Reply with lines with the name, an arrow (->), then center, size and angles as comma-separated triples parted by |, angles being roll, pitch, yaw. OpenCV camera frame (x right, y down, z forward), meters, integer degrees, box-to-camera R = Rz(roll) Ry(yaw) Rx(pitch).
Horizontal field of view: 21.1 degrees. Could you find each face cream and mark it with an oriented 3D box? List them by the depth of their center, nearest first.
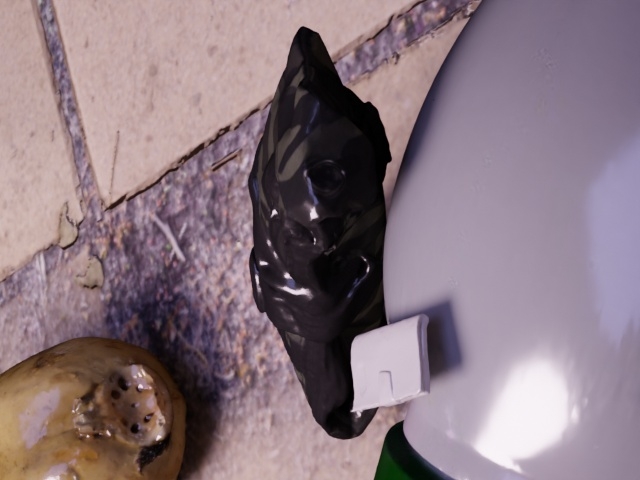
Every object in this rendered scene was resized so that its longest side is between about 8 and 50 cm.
face cream -> 0.167, 0.016, 0.935 | 0.312, 0.219, 0.357 | 27, 106, 46

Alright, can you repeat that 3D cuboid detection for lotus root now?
lotus root -> -0.219, 0.177, 1.332 | 0.284, 0.146, 0.160 | -34, 47, 39

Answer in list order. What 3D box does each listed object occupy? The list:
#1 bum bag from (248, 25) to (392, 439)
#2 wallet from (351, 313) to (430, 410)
bum bag -> 0.000, 0.000, 1.073 | 0.095, 0.340, 0.144 | -8, 60, 0
wallet -> 0.037, 0.066, 0.917 | 0.083, 0.011, 0.044 | 154, 118, -63
